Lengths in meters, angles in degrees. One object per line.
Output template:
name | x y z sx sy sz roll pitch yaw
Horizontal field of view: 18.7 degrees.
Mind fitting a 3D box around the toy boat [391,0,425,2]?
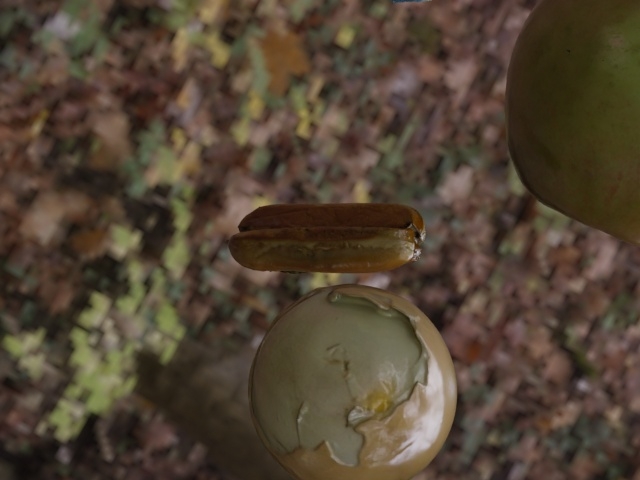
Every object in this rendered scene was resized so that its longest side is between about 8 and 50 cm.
toy boat | 0.113 -0.279 1.872 0.149 0.105 0.034 -41 135 -17

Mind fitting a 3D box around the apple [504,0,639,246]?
apple | 0.343 -0.136 2.086 0.277 0.319 0.319 -59 167 1

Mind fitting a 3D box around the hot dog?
hot dog | 0.000 0.000 2.052 0.092 0.236 0.062 -55 136 -43

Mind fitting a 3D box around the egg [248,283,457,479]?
egg | 0.034 0.148 1.871 0.201 0.201 0.244 -60 161 -10
